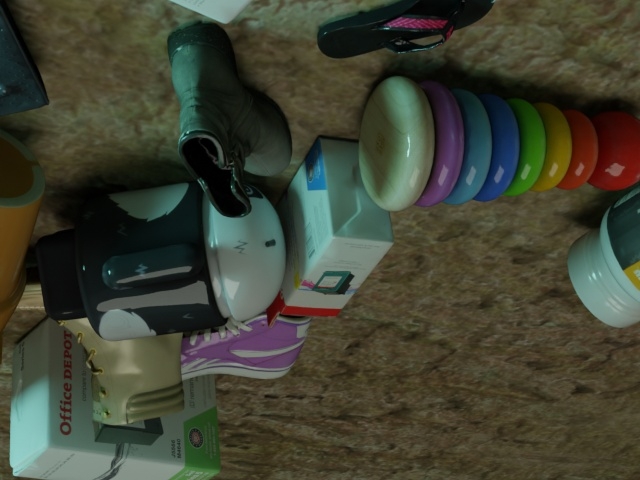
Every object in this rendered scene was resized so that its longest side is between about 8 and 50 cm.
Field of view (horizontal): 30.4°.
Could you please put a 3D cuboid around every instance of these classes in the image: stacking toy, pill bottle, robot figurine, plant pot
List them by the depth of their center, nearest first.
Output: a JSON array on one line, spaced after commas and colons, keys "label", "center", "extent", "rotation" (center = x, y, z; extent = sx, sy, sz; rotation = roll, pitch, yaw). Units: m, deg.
[{"label": "plant pot", "center": [-0.386, -0.018, 1.233], "extent": [0.205, 0.205, 0.188], "rotation": [15, 128, -33]}, {"label": "stacking toy", "center": [0.215, -0.099, 1.267], "extent": [0.330, 0.141, 0.141], "rotation": [0, 150, -20]}, {"label": "robot figurine", "center": [-0.178, 0.019, 1.346], "extent": [0.278, 0.209, 0.174], "rotation": [-8, 133, 4]}, {"label": "pill bottle", "center": [0.445, -0.008, 1.432], "extent": [0.162, 0.162, 0.278], "rotation": [15, 144, -33]}]

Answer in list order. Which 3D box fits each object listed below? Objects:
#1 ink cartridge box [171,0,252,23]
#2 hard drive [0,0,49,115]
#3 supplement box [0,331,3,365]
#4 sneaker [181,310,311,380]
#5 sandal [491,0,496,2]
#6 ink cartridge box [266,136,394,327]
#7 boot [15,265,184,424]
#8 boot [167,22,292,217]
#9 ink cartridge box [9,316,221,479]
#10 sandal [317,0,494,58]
[{"label": "ink cartridge box", "center": [-0.094, -0.302, 0.912], "extent": [0.239, 0.060, 0.275], "rotation": [18, 143, -34]}, {"label": "hard drive", "center": [-0.397, -0.168, 1.087], "extent": [0.254, 0.054, 0.172], "rotation": [-8, 151, 2]}, {"label": "supplement box", "center": [-0.529, 0.109, 1.467], "extent": [0.191, 0.129, 0.194], "rotation": [-30, 143, 34]}, {"label": "sneaker", "center": [-0.148, 0.110, 1.597], "extent": [0.282, 0.102, 0.161], "rotation": [0, 143, -24]}, {"label": "sandal", "center": [0.139, -0.248, 1.035], "extent": [0.265, 0.076, 0.102], "rotation": [-13, 150, 10]}, {"label": "ink cartridge box", "center": [0.000, 0.000, 1.381], "extent": [0.078, 0.134, 0.231], "rotation": [5, 149, -20]}, {"label": "boot", "center": [-0.295, 0.134, 1.492], "extent": [0.262, 0.203, 0.095], "rotation": [-1, -166, -18]}, {"label": "boot", "center": [-0.092, -0.087, 1.183], "extent": [0.083, 0.161, 0.246], "rotation": [-14, 149, 14]}, {"label": "ink cartridge box", "center": [-0.289, 0.239, 1.672], "extent": [0.273, 0.198, 0.115], "rotation": [15, 143, -34]}, {"label": "sandal", "center": [0.085, -0.202, 1.138], "extent": [0.179, 0.040, 0.067], "rotation": [-15, 149, 15]}]
